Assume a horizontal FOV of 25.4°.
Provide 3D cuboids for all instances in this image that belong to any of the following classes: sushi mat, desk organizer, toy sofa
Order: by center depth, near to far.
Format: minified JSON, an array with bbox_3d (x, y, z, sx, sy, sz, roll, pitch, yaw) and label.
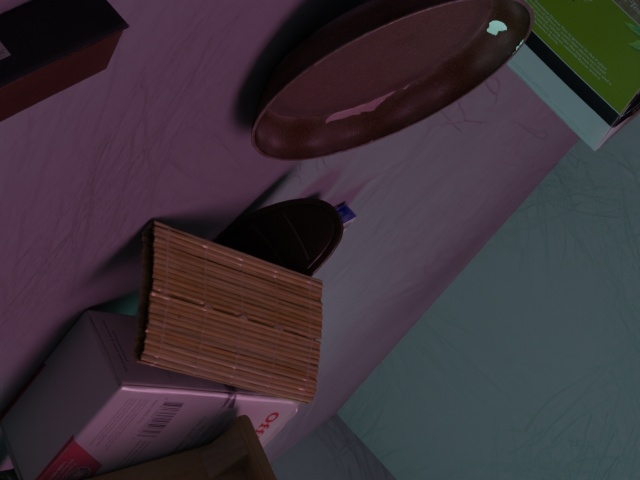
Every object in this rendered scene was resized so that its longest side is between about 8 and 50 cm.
[{"bbox_3d":[-0.193,-0.119,0.933,0.130,0.047,0.050,-34,169,-38],"label":"desk organizer"},{"bbox_3d":[-0.094,0.088,1.594,0.019,0.151,0.316,-5,164,34],"label":"sushi mat"},{"bbox_3d":[-0.224,0.341,1.601,0.363,0.150,0.177,-12,144,-22],"label":"toy sofa"}]

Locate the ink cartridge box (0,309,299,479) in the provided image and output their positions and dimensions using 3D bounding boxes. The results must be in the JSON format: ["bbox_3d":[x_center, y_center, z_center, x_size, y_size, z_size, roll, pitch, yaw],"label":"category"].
[{"bbox_3d":[-0.198,0.202,1.678,0.283,0.117,0.207,12,128,-46],"label":"ink cartridge box"}]

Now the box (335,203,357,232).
[{"bbox_3d":[0.000,0.000,2.129,0.081,0.028,0.136,-29,164,-51],"label":"box"}]

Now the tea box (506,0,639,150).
[{"bbox_3d":[0.441,-0.346,1.871,0.329,0.220,0.323,-39,169,-22],"label":"tea box"}]

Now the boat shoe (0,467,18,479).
[{"bbox_3d":[-0.443,0.372,1.805,0.119,0.121,0.335,7,134,-46],"label":"boat shoe"}]

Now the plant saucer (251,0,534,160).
[{"bbox_3d":[0.066,-0.177,1.438,0.311,0.050,0.310,-21,165,-6],"label":"plant saucer"}]

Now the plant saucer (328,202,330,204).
[{"bbox_3d":[-0.036,-0.016,1.951,0.119,0.021,0.119,-41,168,-10],"label":"plant saucer"}]

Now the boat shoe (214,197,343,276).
[{"bbox_3d":[-0.099,0.048,1.782,0.307,0.110,0.104,-34,173,10],"label":"boat shoe"}]
